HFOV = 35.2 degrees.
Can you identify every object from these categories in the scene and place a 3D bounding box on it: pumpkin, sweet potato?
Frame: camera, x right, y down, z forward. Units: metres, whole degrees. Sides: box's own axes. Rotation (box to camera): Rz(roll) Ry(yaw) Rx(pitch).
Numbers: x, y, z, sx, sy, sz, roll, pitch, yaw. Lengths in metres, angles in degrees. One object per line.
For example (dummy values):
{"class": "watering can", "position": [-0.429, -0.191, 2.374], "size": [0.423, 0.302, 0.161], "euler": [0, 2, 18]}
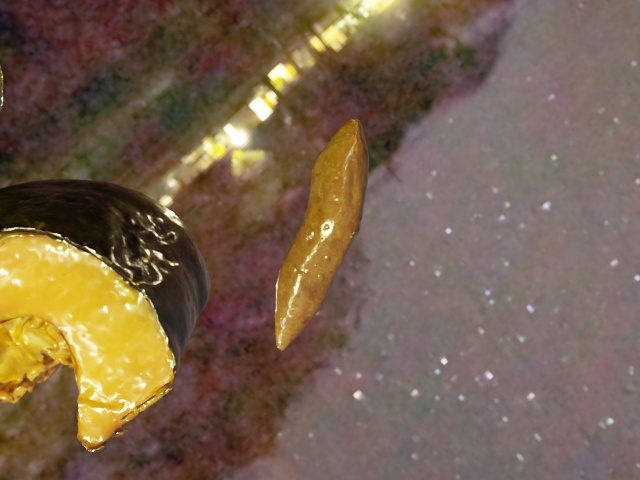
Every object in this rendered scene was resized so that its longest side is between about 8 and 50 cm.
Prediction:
{"class": "pumpkin", "position": [-0.280, 0.059, 1.086], "size": [0.225, 0.303, 0.256], "euler": [-92, -158, -71]}
{"class": "sweet potato", "position": [0.001, 0.001, 0.876], "size": [0.065, 0.051, 0.218], "euler": [-136, -118, -65]}

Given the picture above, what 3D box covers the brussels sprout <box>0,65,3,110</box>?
{"class": "brussels sprout", "position": [-0.511, -0.186, 1.249], "size": [0.244, 0.244, 0.244], "euler": [-42, -172, 7]}
